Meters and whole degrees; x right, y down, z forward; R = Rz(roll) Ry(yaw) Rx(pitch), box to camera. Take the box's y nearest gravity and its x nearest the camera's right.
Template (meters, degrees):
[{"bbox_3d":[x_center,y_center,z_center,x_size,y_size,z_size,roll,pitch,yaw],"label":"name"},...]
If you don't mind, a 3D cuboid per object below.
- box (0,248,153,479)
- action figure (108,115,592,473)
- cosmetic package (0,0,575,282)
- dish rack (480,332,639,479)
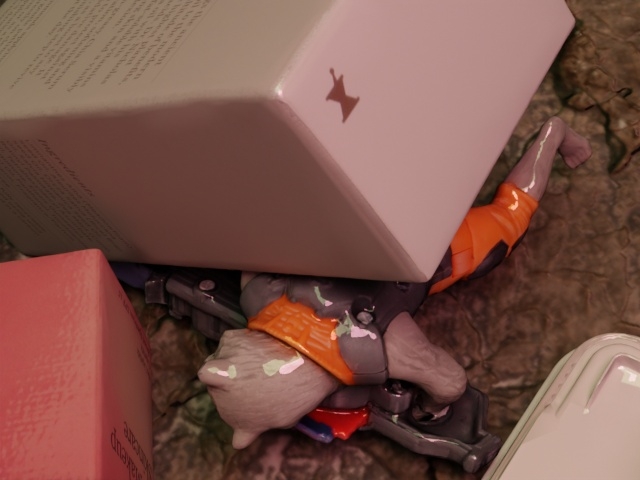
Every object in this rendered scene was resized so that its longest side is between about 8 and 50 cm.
[{"bbox_3d":[-0.188,0.145,0.768,0.126,0.149,0.232,-9,56,2],"label":"box"},{"bbox_3d":[0.000,0.000,0.827,0.341,0.179,0.330,19,52,20],"label":"action figure"},{"bbox_3d":[-0.082,-0.114,0.808,0.453,0.161,0.230,3,51,47],"label":"cosmetic package"},{"bbox_3d":[0.247,0.210,0.701,0.332,0.072,0.285,26,64,26],"label":"dish rack"}]
